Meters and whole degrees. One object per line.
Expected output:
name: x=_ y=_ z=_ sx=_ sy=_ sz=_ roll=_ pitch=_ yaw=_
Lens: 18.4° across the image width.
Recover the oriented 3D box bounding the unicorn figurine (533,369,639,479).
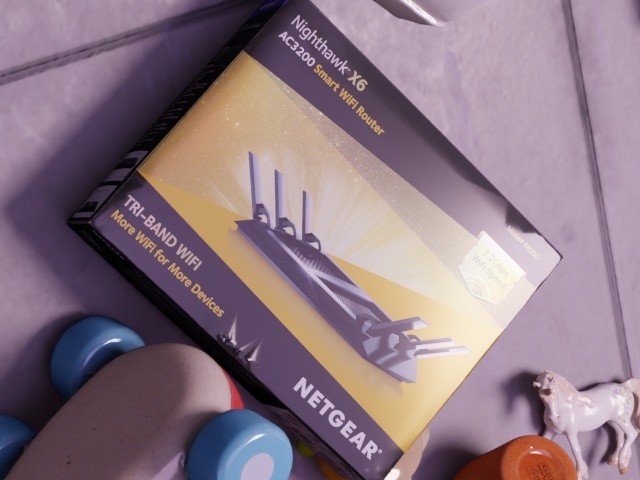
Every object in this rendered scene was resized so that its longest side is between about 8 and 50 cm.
unicorn figurine: x=0.233 y=0.160 z=1.753 sx=0.162 sy=0.060 sz=0.111 roll=-17 pitch=109 yaw=-44

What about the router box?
router box: x=0.000 y=0.000 z=1.523 sx=0.309 sy=0.081 sz=0.243 roll=43 pitch=76 yaw=-15

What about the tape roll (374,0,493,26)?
tape roll: x=0.102 y=-0.302 z=1.442 sx=0.100 sy=0.286 sz=0.286 roll=32 pitch=84 yaw=-32

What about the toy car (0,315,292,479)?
toy car: x=-0.116 y=0.214 z=1.479 sx=0.210 sy=0.219 sz=0.238 roll=-46 pitch=134 yaw=-15

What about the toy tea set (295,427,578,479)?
toy tea set: x=0.070 y=0.242 z=1.641 sx=0.336 sy=0.124 sz=0.200 roll=16 pitch=57 yaw=-14
